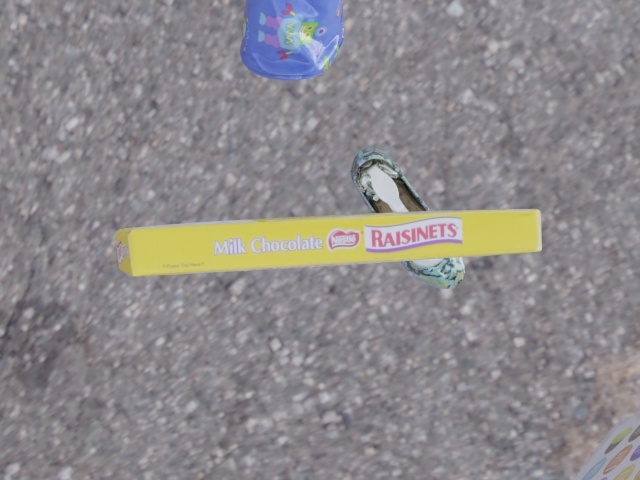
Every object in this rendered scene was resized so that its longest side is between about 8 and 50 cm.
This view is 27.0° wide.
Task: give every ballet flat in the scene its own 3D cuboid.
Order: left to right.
[{"bbox_3d":[0.096,-0.022,1.501,0.070,0.070,0.188,-38,88,-26],"label":"ballet flat"}]

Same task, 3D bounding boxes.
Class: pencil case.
[{"bbox_3d":[-0.017,-0.335,1.550,0.133,0.306,0.119,5,38,-7],"label":"pencil case"}]

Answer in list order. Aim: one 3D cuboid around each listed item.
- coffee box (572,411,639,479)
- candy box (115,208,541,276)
[{"bbox_3d":[0.462,0.395,1.552,0.338,0.337,0.334,44,62,3],"label":"coffee box"},{"bbox_3d":[0.000,0.000,0.691,0.205,0.105,0.027,-3,89,-11],"label":"candy box"}]
